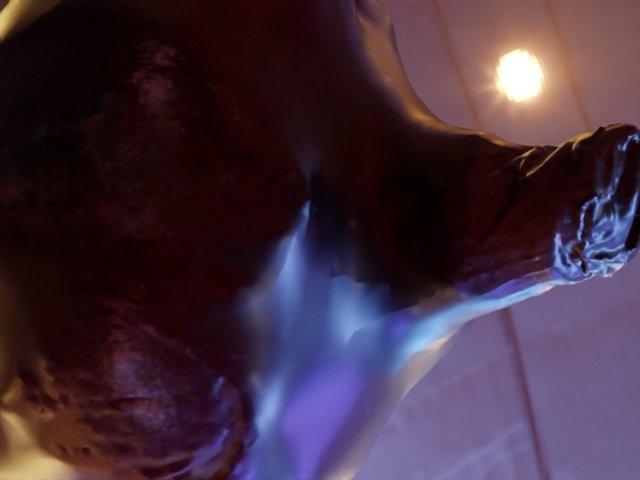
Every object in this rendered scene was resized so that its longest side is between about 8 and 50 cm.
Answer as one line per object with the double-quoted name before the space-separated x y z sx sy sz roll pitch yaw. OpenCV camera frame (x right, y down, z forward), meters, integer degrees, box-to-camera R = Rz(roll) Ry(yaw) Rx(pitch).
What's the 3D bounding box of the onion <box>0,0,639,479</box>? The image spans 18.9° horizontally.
"onion" 0.000 0.000 1.149 0.398 0.420 0.398 3 -90 -78
